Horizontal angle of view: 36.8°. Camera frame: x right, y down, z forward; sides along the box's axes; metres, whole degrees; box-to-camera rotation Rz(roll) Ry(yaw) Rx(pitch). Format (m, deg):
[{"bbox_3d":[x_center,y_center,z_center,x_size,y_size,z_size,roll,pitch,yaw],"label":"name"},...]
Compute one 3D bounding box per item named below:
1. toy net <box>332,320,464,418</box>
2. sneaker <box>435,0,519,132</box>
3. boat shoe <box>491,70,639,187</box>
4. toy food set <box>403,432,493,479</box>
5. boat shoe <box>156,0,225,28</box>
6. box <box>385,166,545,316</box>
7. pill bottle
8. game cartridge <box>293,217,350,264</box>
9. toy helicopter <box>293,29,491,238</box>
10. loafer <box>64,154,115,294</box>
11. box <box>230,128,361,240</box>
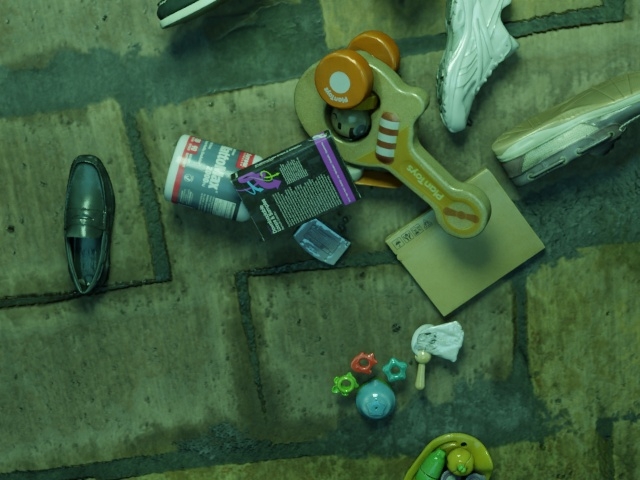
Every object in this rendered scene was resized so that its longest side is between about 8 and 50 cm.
[{"bbox_3d":[0.133,0.199,1.598,0.232,0.045,0.122,-43,99,11],"label":"toy net"},{"bbox_3d":[0.237,-0.271,1.431,0.115,0.090,0.232,6,108,-4],"label":"sneaker"},{"bbox_3d":[0.404,-0.168,1.453,0.285,0.103,0.092,-24,110,12],"label":"boat shoe"},{"bbox_3d":[0.209,0.437,1.651,0.128,0.071,0.218,30,105,-7],"label":"toy food set"},{"bbox_3d":[-0.105,-0.428,1.371,0.340,0.127,0.113,-30,103,8],"label":"boat shoe"},{"bbox_3d":[0.232,0.005,1.546,0.201,0.021,0.164,-36,103,11],"label":"box"},{"bbox_3d":[-0.140,-0.089,1.482,0.180,0.108,0.108,16,107,-4],"label":"pill bottle"},{"bbox_3d":[0.000,0.000,1.554,0.083,0.017,0.056,37,101,-9],"label":"game cartridge"},{"bbox_3d":[0.102,-0.125,1.446,0.355,0.140,0.235,43,126,1],"label":"toy helicopter"},{"bbox_3d":[-0.367,-0.023,1.523,0.076,0.078,0.223,3,107,0],"label":"loafer"},{"bbox_3d":[-0.037,-0.080,1.418,0.162,0.029,0.116,-24,120,4],"label":"box"}]
